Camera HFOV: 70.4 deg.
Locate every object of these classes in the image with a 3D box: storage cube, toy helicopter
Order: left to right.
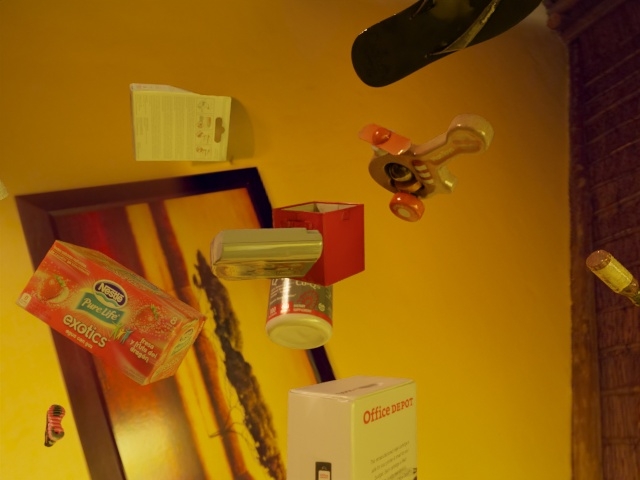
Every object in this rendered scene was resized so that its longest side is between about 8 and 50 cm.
[{"bbox_3d":[0.000,0.000,1.242,0.183,0.215,0.193,7,-76,38],"label":"storage cube"},{"bbox_3d":[0.214,-0.185,0.964,0.235,0.140,0.355,37,-21,-12],"label":"toy helicopter"}]

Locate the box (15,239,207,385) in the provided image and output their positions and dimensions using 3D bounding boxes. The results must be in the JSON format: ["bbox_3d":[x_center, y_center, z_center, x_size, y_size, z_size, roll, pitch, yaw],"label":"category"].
[{"bbox_3d":[-0.400,0.139,0.897,0.300,0.142,0.154,29,-7,8],"label":"box"}]

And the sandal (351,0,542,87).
[{"bbox_3d":[0.148,-0.253,0.510,0.254,0.054,0.097,-29,-81,29],"label":"sandal"}]

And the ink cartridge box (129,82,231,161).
[{"bbox_3d":[-0.356,-0.294,1.155,0.066,0.232,0.189,57,-36,42],"label":"ink cartridge box"}]

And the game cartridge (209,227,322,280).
[{"bbox_3d":[-0.114,0.035,0.890,0.297,0.198,0.062,123,-40,-75],"label":"game cartridge"}]

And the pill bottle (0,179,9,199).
[{"bbox_3d":[-0.753,-0.201,0.883,0.169,0.169,0.301,6,-57,50],"label":"pill bottle"}]

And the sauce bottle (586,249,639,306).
[{"bbox_3d":[0.523,0.069,0.793,0.128,0.042,0.042,40,-40,-9],"label":"sauce bottle"}]

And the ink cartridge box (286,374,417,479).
[{"bbox_3d":[0.038,0.257,0.488,0.086,0.148,0.203,-6,-101,35],"label":"ink cartridge box"}]

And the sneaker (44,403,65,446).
[{"bbox_3d":[-0.703,0.486,1.188,0.057,0.047,0.119,-52,-142,12],"label":"sneaker"}]

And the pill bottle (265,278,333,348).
[{"bbox_3d":[-0.062,0.152,1.496,0.210,0.210,0.363,128,-28,-46],"label":"pill bottle"}]
